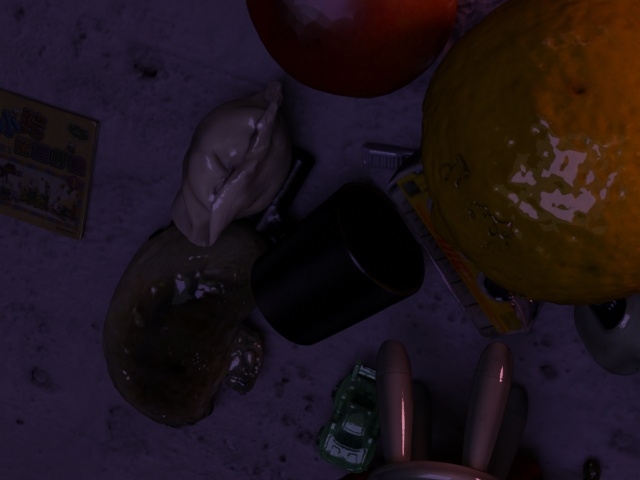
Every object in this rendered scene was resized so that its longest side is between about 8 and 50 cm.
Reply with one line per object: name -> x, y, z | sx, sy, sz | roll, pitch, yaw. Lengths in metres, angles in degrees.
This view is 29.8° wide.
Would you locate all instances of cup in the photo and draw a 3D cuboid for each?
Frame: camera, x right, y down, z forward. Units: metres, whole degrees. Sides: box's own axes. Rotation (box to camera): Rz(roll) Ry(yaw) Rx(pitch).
cup -> 0.013, 0.008, 1.598 | 0.166, 0.239, 0.177 | 22, 135, -39

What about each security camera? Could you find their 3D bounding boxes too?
security camera -> 0.392, 0.122, 1.412 | 0.080, 0.301, 0.157 | 20, 114, -23

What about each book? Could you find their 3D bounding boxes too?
book -> -0.408, -0.108, 1.744 | 0.168, 0.013, 0.192 | 19, 116, 11

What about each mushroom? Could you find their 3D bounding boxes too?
mushroom -> -0.191, 0.126, 1.702 | 0.247, 0.130, 0.344 | 38, 119, 5

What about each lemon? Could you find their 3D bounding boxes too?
lemon -> 0.290, -0.109, 1.319 | 0.387, 0.350, 0.350 | -29, 100, 17

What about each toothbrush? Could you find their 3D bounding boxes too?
toothbrush -> 0.222, -0.088, 1.528 | 0.353, 0.024, 0.029 | 8, 121, 16

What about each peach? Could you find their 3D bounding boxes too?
peach -> 0.031, -0.289, 1.424 | 0.248, 0.245, 0.275 | 11, 130, 45

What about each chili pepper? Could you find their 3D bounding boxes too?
chili pepper -> 0.192, 0.347, 1.673 | 0.387, 0.110, 0.110 | -2, 111, 17

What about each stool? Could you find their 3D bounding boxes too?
stool -> 0.166, 0.250, 1.558 | 0.195, 0.199, 0.195 | 0, 152, 20

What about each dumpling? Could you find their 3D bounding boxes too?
dumpling -> -0.113, -0.098, 1.560 | 0.132, 0.162, 0.250 | 25, 117, -28

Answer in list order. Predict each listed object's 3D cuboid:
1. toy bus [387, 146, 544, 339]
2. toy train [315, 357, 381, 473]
toy bus -> 0.187, -0.002, 1.528 | 0.106, 0.092, 0.268 | -20, 111, 39
toy train -> 0.052, 0.247, 1.683 | 0.099, 0.081, 0.149 | 22, 81, 6
